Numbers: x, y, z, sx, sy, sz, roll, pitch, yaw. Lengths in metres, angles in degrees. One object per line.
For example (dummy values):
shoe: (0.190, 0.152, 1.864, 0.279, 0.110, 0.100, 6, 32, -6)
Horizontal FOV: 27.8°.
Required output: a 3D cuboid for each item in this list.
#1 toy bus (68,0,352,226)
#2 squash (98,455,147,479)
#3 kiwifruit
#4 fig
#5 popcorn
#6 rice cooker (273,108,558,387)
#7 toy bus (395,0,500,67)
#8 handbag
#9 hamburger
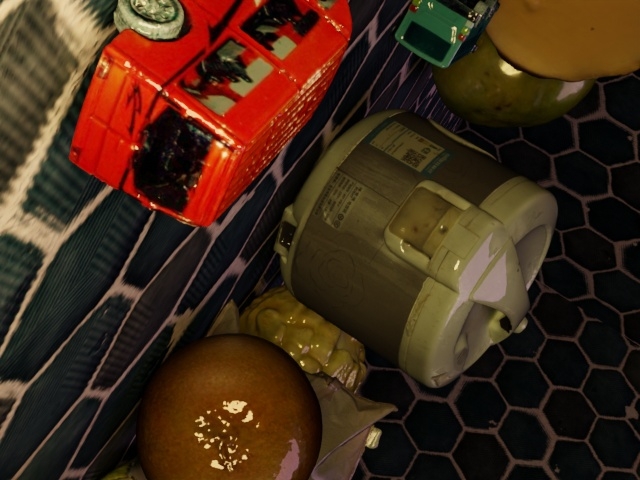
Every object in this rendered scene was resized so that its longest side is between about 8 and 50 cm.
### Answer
toy bus: (-0.039, -0.094, 0.637, 0.195, 0.089, 0.081, -52, 173, -47)
squash: (-0.215, 0.329, 1.440, 0.252, 0.093, 0.169, 54, 25, -85)
kiwifruit: (-0.091, 0.189, 1.311, 0.196, 0.196, 0.234, -58, 179, 4)
fig: (0.255, -0.235, 1.833, 0.233, 0.233, 0.314, -52, 177, -44)
popcorn: (-0.046, 0.172, 1.676, 0.217, 0.181, 0.235, -50, 167, -39)
rice cooker: (0.123, 0.008, 1.515, 0.288, 0.277, 0.288, -44, 153, -29)
toy bus: (0.146, -0.252, 1.477, 0.092, 0.079, 0.160, -60, 173, 21)
handbag: (-0.050, 0.200, 1.498, 0.183, 0.270, 0.117, -63, -166, -10)
hamburger: (0.331, -0.360, 1.599, 0.276, 0.276, 0.237, 116, -9, -54)
